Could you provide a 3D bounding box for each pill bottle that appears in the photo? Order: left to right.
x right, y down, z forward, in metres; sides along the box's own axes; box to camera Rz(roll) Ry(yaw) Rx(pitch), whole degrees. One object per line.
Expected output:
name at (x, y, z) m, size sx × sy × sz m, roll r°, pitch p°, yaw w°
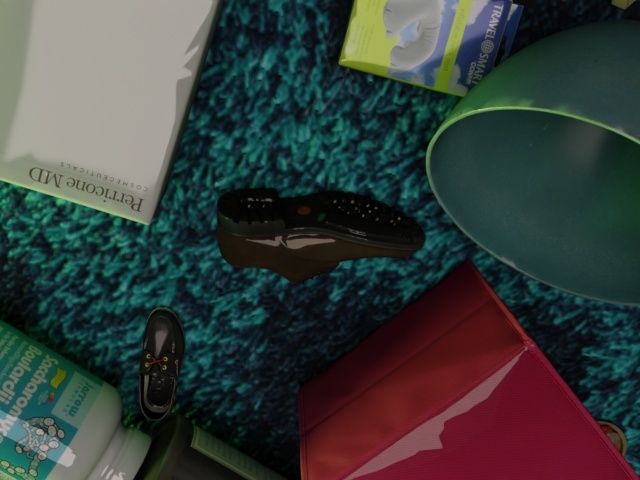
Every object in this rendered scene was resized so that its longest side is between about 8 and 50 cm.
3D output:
pill bottle at (-0.322, 0.191, 0.949) m, size 0.264 × 0.146 × 0.146 m, roll 33°, pitch 103°, yaw -12°

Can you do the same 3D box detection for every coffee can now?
coffee can at (-0.099, 0.349, 0.978) m, size 0.275 × 0.201 × 0.201 m, roll 33°, pitch 103°, yaw -12°

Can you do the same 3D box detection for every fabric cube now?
fabric cube at (0.153, 0.219, 0.920) m, size 0.258 × 0.259 × 0.254 m, roll -39°, pitch 104°, yaw 7°

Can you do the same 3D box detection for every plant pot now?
plant pot at (0.276, -0.098, 0.841) m, size 0.290 × 0.290 × 0.195 m, roll 37°, pitch 67°, yaw -12°

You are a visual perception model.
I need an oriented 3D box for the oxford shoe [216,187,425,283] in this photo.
oxford shoe at (0.000, 0.000, 0.948) m, size 0.227 × 0.083 × 0.096 m, roll 4°, pitch 125°, yaw -3°

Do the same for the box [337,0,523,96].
box at (0.116, -0.213, 0.896) m, size 0.178 × 0.042 × 0.109 m, roll 13°, pitch 107°, yaw -5°

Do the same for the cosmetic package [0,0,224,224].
cosmetic package at (-0.195, -0.224, 0.823) m, size 0.197 × 0.155 × 0.366 m, roll 16°, pitch 105°, yaw -10°

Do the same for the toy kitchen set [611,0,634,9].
toy kitchen set at (0.309, -0.300, 0.887) m, size 0.068 × 0.075 × 0.083 m, roll -39°, pitch 148°, yaw -27°

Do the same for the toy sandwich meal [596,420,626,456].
toy sandwich meal at (0.339, 0.262, 1.057) m, size 0.085 × 0.029 × 0.086 m, roll -1°, pitch 107°, yaw -2°

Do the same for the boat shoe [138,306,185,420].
boat shoe at (-0.183, 0.143, 0.995) m, size 0.048 × 0.042 × 0.133 m, roll 6°, pitch 105°, yaw -2°
